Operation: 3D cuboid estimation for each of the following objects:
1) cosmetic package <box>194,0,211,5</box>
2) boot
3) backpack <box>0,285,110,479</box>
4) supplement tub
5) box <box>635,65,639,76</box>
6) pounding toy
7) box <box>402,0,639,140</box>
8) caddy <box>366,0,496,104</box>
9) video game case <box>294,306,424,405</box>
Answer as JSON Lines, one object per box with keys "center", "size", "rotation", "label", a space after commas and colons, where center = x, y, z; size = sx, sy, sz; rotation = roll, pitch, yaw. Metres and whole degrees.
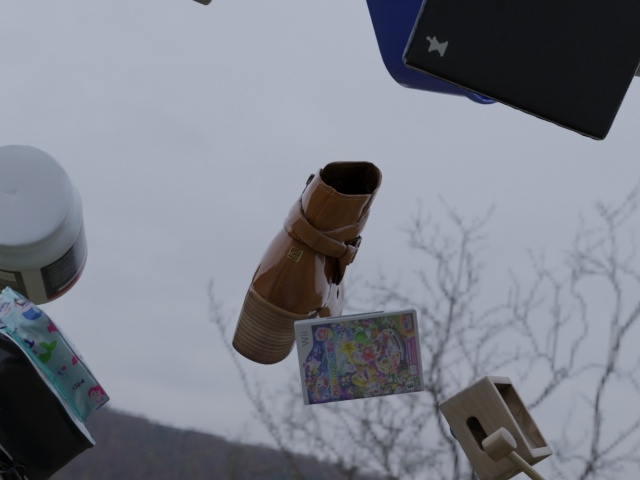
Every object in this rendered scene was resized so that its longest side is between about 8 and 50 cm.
{"center": [-0.218, -0.495, 1.086], "size": [0.394, 0.327, 0.329], "rotation": [20, -57, -28], "label": "cosmetic package"}
{"center": [0.000, 0.000, 1.316], "size": [0.109, 0.220, 0.283], "rotation": [31, 21, 13], "label": "boot"}
{"center": [-0.411, 0.174, 1.487], "size": [0.253, 0.191, 0.225], "rotation": [12, -41, 48], "label": "backpack"}
{"center": [-0.470, -0.021, 1.843], "size": [0.191, 0.191, 0.272], "rotation": [11, -22, -5], "label": "supplement tub"}
{"center": [0.426, -0.310, 1.420], "size": [0.036, 0.207, 0.114], "rotation": [22, -25, 46], "label": "box"}
{"center": [0.238, 0.284, 1.577], "size": [0.094, 0.181, 0.206], "rotation": [-34, -19, 16], "label": "pounding toy"}
{"center": [0.211, -0.271, 0.979], "size": [0.183, 0.296, 0.294], "rotation": [22, 19, 3], "label": "box"}
{"center": [0.195, -0.350, 1.574], "size": [0.179, 0.241, 0.341], "rotation": [11, -45, 36], "label": "caddy"}
{"center": [0.039, 0.115, 1.157], "size": [0.122, 0.087, 0.011], "rotation": [-7, 13, 0], "label": "video game case"}
